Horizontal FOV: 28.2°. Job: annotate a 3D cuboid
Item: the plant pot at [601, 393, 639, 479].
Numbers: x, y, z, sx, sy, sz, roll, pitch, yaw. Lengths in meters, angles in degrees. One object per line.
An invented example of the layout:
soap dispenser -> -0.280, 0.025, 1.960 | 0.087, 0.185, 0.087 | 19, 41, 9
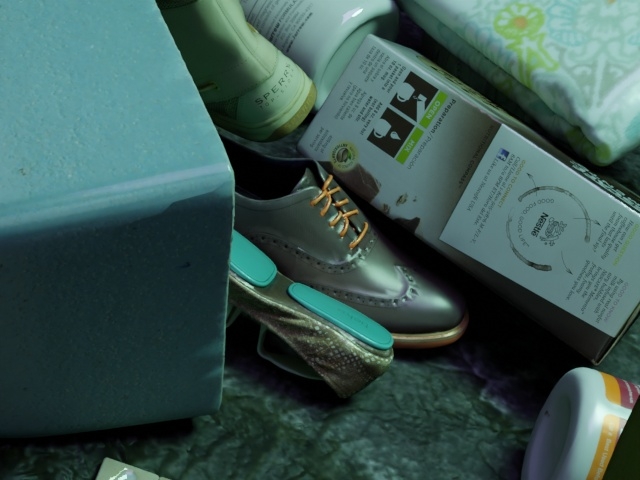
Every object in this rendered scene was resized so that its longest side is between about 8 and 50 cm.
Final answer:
plant pot -> 0.258, 0.219, 0.747 | 0.275, 0.293, 0.274 | 13, 42, -12

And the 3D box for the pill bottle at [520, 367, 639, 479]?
pill bottle -> 0.267, 0.182, 0.921 | 0.221, 0.121, 0.121 | 20, 41, -4

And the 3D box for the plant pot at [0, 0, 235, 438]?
plant pot -> -0.217, -0.018, 0.835 | 0.252, 0.247, 0.247 | -12, 51, -18

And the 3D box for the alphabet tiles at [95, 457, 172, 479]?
alphabet tiles -> -0.052, 0.249, 0.792 | 0.237, 0.009, 0.198 | 19, 41, -4

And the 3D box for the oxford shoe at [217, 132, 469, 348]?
oxford shoe -> 0.000, 0.000, 1.008 | 0.271, 0.098, 0.097 | 24, 41, 1

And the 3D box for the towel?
towel -> 0.251, -0.256, 1.144 | 0.320, 0.090, 0.374 | -36, 52, -9

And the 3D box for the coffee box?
coffee box -> 0.149, -0.038, 1.056 | 0.297, 0.119, 0.168 | 36, 13, 14

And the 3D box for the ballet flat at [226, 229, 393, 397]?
ballet flat -> -0.044, 0.050, 0.956 | 0.206, 0.067, 0.073 | 35, 19, 8

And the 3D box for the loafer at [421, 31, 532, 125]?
loafer -> 0.158, -0.183, 1.284 | 0.111, 0.112, 0.319 | -7, 38, 20

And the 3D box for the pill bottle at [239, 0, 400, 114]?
pill bottle -> -0.047, -0.234, 1.210 | 0.229, 0.131, 0.131 | 41, 44, 19

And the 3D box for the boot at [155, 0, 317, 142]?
boot -> -0.144, -0.184, 1.017 | 0.262, 0.203, 0.095 | 24, 72, 41
